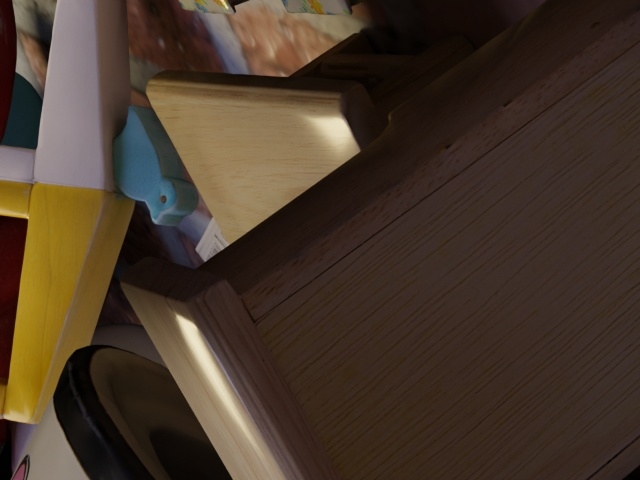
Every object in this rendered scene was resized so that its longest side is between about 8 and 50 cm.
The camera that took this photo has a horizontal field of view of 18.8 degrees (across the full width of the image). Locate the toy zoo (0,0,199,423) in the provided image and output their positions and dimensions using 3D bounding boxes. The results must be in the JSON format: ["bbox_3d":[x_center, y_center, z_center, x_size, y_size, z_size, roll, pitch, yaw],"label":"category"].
[{"bbox_3d":[-0.188,-0.033,0.808,0.293,0.192,0.030,8,-179,22],"label":"toy zoo"}]

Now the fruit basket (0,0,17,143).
[{"bbox_3d":[-0.142,-0.109,0.503,0.327,0.165,0.353,6,89,64],"label":"fruit basket"}]

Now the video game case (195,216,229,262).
[{"bbox_3d":[-0.008,0.037,0.847,0.122,0.011,0.087,52,159,6],"label":"video game case"}]

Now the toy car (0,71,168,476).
[{"bbox_3d":[-0.115,0.068,0.959,0.238,0.210,0.219,21,150,7],"label":"toy car"}]

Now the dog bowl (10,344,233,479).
[{"bbox_3d":[0.033,0.219,0.626,0.408,0.150,0.408,41,-179,-1],"label":"dog bowl"}]

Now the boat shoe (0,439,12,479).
[{"bbox_3d":[-0.246,0.135,1.121,0.500,0.187,0.156,31,155,-22],"label":"boat shoe"}]

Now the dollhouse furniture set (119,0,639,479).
[{"bbox_3d":[0.000,0.000,0.553,0.242,0.161,0.212,12,134,61],"label":"dollhouse furniture set"}]
